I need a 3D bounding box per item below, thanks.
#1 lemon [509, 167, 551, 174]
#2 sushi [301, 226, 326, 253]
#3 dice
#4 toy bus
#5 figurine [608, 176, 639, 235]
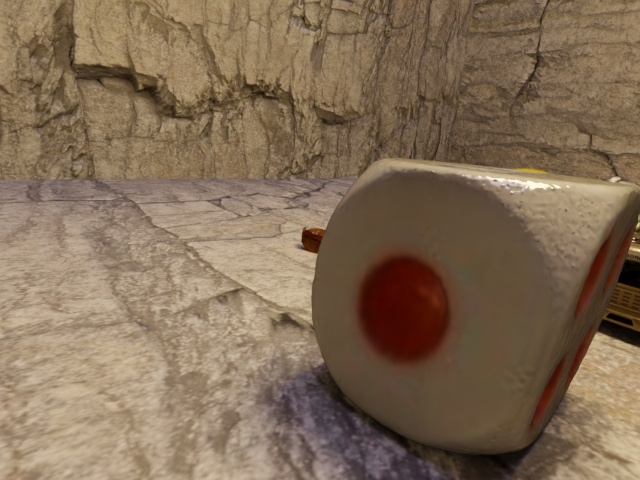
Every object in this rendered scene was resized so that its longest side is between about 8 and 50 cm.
[{"bbox_3d":[0.567,-0.091,1.143,0.264,0.235,0.236,-15,10,16],"label":"lemon"},{"bbox_3d":[0.000,0.000,0.973,0.121,0.052,0.055,13,17,30],"label":"sushi"},{"bbox_3d":[0.157,0.049,0.439,0.243,0.258,0.251,21,21,41],"label":"dice"},{"bbox_3d":[0.575,0.063,0.689,0.290,0.157,0.140,-6,18,-35],"label":"toy bus"},{"bbox_3d":[0.989,-0.060,1.192,0.275,0.226,0.394,-21,22,9],"label":"figurine"}]
